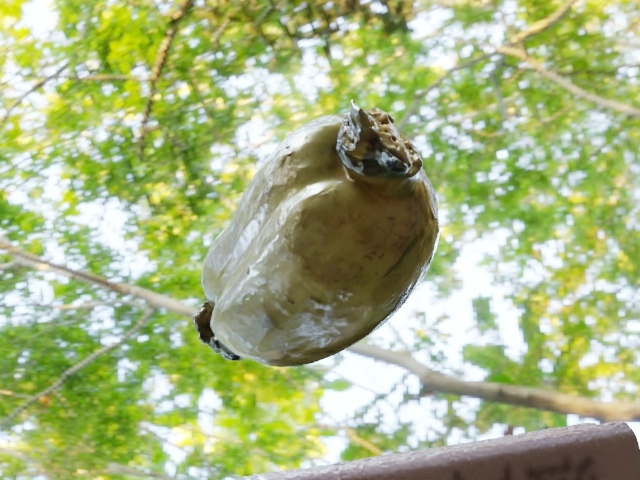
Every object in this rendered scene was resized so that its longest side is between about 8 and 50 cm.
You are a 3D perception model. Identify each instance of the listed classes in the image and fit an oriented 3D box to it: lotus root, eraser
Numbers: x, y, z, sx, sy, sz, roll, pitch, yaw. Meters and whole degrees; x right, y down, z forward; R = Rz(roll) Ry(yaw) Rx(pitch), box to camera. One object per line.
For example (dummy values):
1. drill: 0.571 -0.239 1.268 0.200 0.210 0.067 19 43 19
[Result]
1. lotus root: 0.000 0.000 0.952 0.140 0.257 0.154 18 -134 -30
2. eraser: 0.090 0.261 1.243 0.359 0.272 0.122 -5 -102 -15
